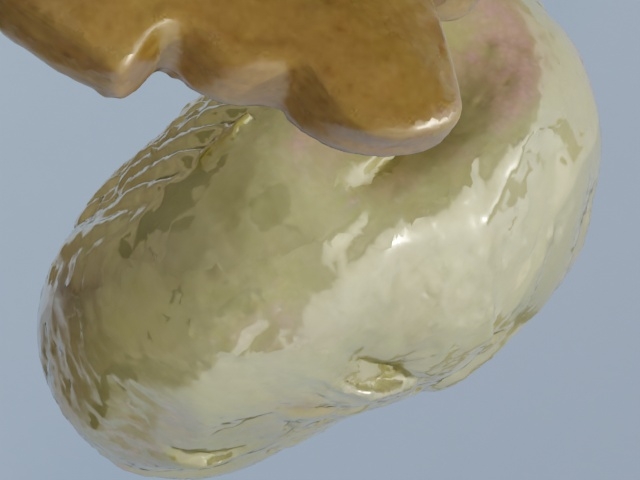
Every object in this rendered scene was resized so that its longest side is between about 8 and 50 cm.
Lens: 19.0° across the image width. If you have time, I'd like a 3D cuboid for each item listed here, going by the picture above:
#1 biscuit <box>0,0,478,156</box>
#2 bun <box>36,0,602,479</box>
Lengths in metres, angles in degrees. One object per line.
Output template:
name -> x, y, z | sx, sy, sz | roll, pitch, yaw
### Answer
biscuit -> -0.024, -0.122, 0.618 | 0.239, 0.212, 0.041 | -52, 167, -45
bun -> 0.000, 0.000, 1.071 | 0.361, 0.213, 0.361 | -42, -172, 8
